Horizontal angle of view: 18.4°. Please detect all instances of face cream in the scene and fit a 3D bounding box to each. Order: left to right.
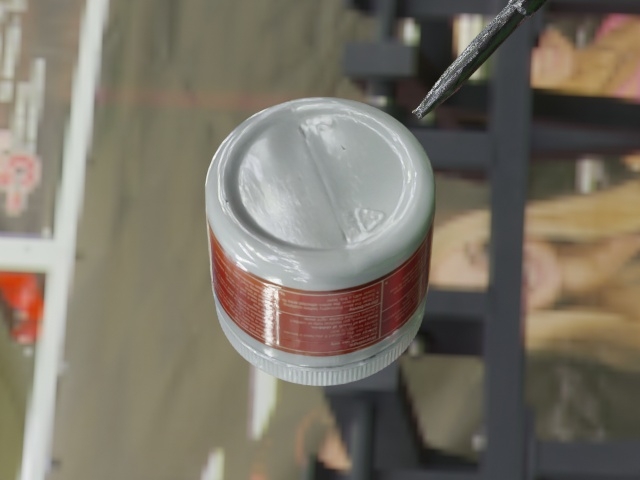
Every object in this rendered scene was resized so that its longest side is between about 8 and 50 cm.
[{"bbox_3d":[0.000,0.000,1.765,0.187,0.201,0.201,90,-176,-55],"label":"face cream"}]

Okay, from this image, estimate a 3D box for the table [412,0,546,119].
[{"bbox_3d":[0.115,-0.241,1.172,0.317,0.249,0.317,56,175,8],"label":"table"}]
